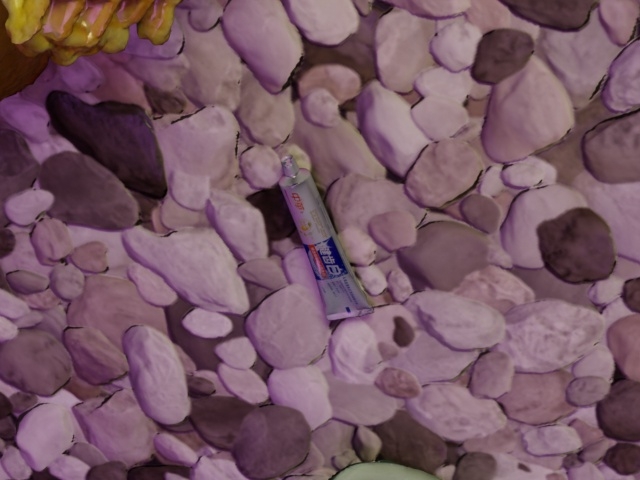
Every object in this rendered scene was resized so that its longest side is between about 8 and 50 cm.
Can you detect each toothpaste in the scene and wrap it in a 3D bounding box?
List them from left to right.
[{"bbox_3d":[0.000,0.000,1.364,0.045,0.028,0.170,-12,122,16],"label":"toothpaste"}]

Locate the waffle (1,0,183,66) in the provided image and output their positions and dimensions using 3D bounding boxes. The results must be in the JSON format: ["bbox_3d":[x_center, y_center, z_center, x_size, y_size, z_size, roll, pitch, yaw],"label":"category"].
[{"bbox_3d":[-0.121,-0.225,1.124,0.057,0.219,0.229,36,115,21],"label":"waffle"}]

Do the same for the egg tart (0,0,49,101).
[{"bbox_3d":[-0.328,-0.172,1.252,0.215,0.171,0.215,13,130,16],"label":"egg tart"}]

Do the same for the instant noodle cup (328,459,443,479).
[{"bbox_3d":[0.028,0.383,1.495,0.284,0.284,0.312,25,120,-2],"label":"instant noodle cup"}]
